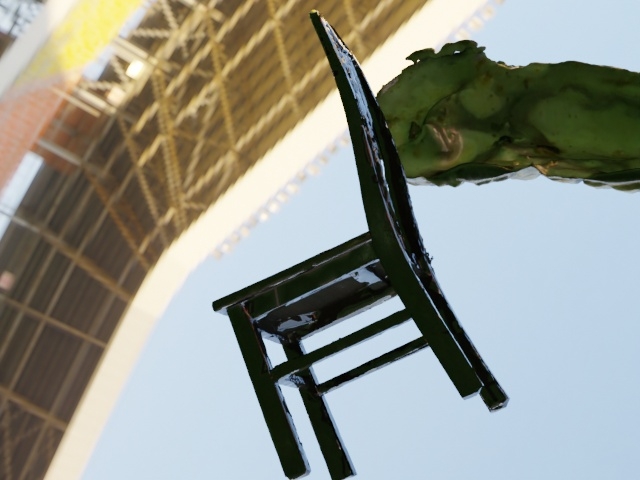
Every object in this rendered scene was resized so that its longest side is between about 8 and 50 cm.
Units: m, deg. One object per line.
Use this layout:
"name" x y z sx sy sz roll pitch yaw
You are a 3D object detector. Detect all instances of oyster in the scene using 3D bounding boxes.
"oyster" 0.180 -0.071 0.886 0.345 0.078 0.129 11 -125 34

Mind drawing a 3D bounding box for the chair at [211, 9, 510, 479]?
"chair" 0.000 0.000 0.597 0.101 0.084 0.212 -27 -109 10
